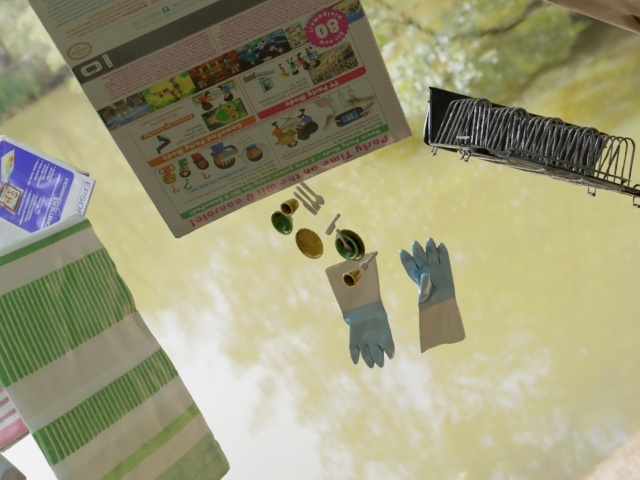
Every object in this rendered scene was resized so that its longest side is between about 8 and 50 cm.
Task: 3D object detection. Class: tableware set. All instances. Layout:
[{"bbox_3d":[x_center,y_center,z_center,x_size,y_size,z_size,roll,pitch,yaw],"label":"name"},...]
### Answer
[{"bbox_3d":[0.000,0.000,1.715,0.024,0.154,0.104,-39,-11,-42],"label":"tableware set"}]

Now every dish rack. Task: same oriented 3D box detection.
[{"bbox_3d":[0.217,-0.096,1.288,0.271,0.208,0.074,-126,49,-82],"label":"dish rack"}]

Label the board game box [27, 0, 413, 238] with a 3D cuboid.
[{"bbox_3d":[-0.080,-0.169,0.996,0.224,0.303,0.098,-23,43,3],"label":"board game box"}]

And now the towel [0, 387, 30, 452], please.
[{"bbox_3d":[-0.380,0.135,1.428,0.144,0.197,0.029,-37,2,40],"label":"towel"}]

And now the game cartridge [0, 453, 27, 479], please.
[{"bbox_3d":[-0.542,0.397,1.735,0.196,0.060,0.294,28,72,38],"label":"game cartridge"}]

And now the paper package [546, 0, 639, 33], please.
[{"bbox_3d":[0.335,-0.447,1.498,0.325,0.309,0.168,-63,-20,-10],"label":"paper package"}]

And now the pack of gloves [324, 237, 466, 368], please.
[{"bbox_3d":[0.128,0.111,2.010,0.195,0.232,0.046,-20,36,-5],"label":"pack of gloves"}]

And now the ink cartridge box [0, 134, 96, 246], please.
[{"bbox_3d":[-0.380,-0.012,1.689,0.208,0.045,0.206,25,98,37],"label":"ink cartridge box"}]

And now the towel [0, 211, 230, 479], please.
[{"bbox_3d":[-0.226,0.141,1.268,0.038,0.325,0.248,-30,1,26],"label":"towel"}]
